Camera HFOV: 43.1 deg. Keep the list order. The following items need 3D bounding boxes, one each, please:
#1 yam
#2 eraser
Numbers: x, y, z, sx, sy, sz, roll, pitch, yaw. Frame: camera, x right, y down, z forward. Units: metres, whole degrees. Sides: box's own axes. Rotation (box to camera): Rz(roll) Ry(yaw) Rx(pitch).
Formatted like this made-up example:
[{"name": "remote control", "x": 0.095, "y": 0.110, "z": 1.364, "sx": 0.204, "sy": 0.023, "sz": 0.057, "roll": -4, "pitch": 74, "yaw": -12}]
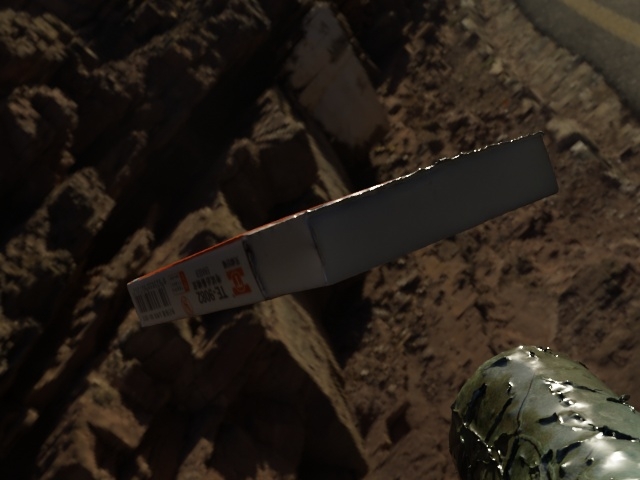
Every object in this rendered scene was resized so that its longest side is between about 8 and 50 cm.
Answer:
[{"name": "yam", "x": 0.255, "y": 0.257, "z": 0.828, "sx": 0.241, "sy": 0.241, "sz": 0.348, "roll": -46, "pitch": 12, "yaw": 8}, {"name": "eraser", "x": 0.000, "y": 0.000, "z": 0.464, "sx": 0.157, "sy": 0.038, "sz": 0.230, "roll": -20, "pitch": 1, "yaw": -33}]
